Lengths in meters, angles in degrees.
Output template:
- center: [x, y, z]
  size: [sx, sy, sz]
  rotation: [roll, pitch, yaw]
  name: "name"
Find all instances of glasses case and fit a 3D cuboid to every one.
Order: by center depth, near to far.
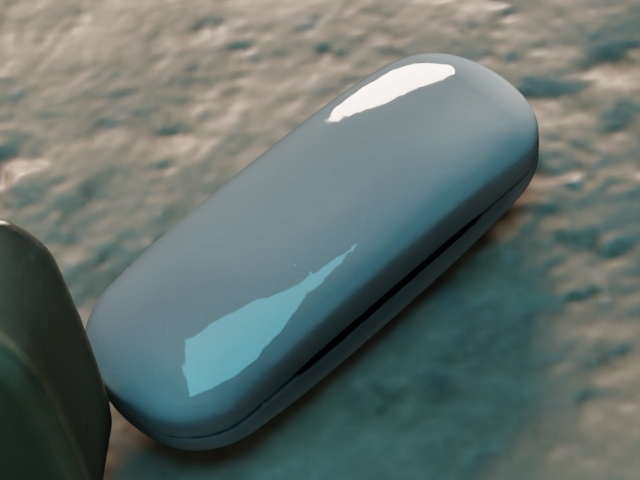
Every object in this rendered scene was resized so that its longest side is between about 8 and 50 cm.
- center: [0.000, 0.000, 0.586]
  size: [0.178, 0.045, 0.067]
  rotation: [-40, 58, -21]
  name: "glasses case"

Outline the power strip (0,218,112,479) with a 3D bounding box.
- center: [-0.204, 0.026, 0.503]
  size: [0.265, 0.194, 0.059]
  rotation: [0, 51, 9]
  name: "power strip"
